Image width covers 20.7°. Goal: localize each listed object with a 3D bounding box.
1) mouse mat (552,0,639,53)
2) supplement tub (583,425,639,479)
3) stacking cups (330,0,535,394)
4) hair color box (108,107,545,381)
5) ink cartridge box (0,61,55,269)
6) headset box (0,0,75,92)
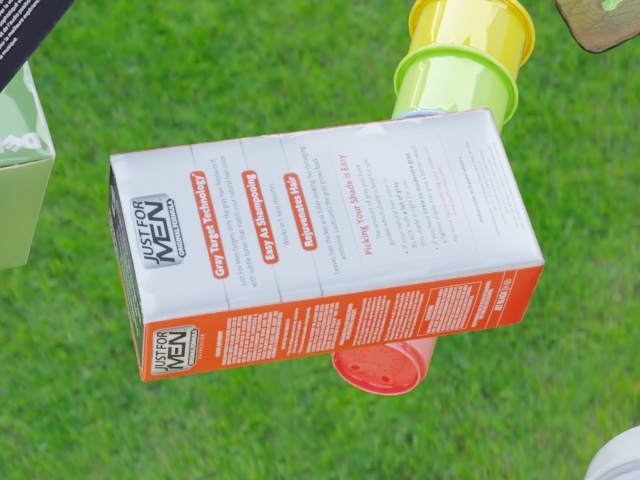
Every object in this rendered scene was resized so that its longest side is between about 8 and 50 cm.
[{"bbox_3d":[0.198,-0.208,1.027,0.189,0.152,0.007,-25,12,34],"label":"mouse mat"},{"bbox_3d":[0.159,0.232,0.757,0.191,0.191,0.272,13,51,17],"label":"supplement tub"},{"bbox_3d":[0.075,-0.042,1.186,0.096,0.096,0.316,6,48,13],"label":"stacking cups"},{"bbox_3d":[0.000,0.000,0.622,0.141,0.043,0.072,-7,58,-13],"label":"hair color box"},{"bbox_3d":[-0.177,-0.050,0.856,0.062,0.109,0.209,-10,64,-23],"label":"ink cartridge box"},{"bbox_3d":[-0.247,-0.186,0.633,0.246,0.283,0.131,31,80,42],"label":"headset box"}]
